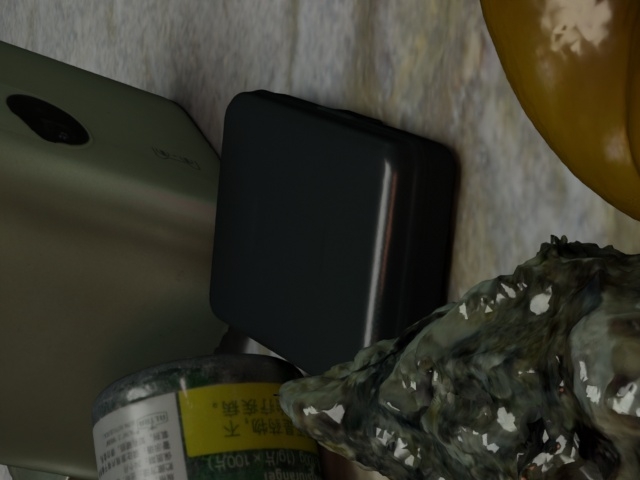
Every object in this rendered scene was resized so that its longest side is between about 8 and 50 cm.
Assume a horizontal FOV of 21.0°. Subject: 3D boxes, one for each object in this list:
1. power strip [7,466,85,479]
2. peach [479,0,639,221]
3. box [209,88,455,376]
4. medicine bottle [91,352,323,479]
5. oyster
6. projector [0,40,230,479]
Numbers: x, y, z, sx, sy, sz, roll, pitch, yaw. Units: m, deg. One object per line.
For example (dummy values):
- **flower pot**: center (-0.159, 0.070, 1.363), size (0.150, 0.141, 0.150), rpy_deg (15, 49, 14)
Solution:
- **power strip**: center (-0.189, 0.108, 1.404), size (0.213, 0.064, 0.198), rpy_deg (-57, 39, 25)
- **peach**: center (0.155, -0.120, 0.650), size (0.251, 0.153, 0.251), rpy_deg (-173, 90, -67)
- **box**: center (0.000, 0.000, 1.052), size (0.230, 0.050, 0.160), rpy_deg (25, 111, 60)
- **medicine bottle**: center (-0.055, 0.226, 1.061), size (0.141, 0.141, 0.293), rpy_deg (-40, 55, 56)
- **oyster**: center (0.111, 0.081, 0.752), size (0.351, 0.158, 0.162), rpy_deg (0, 56, 50)
- **projector**: center (-0.227, 0.007, 1.223), size (0.248, 0.249, 0.248), rpy_deg (-59, 38, 19)
